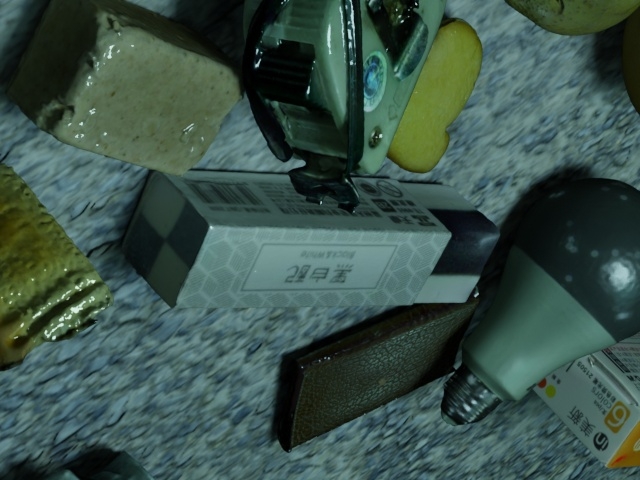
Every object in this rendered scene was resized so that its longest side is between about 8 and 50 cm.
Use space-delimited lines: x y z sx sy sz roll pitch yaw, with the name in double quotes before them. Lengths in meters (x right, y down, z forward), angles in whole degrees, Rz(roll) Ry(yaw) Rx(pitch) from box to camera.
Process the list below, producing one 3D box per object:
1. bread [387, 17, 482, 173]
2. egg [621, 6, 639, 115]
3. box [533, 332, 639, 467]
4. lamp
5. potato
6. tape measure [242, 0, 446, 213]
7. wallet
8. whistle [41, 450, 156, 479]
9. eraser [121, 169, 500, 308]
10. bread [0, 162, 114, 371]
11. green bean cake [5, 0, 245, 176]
"bread" 0.079 -0.153 1.785 0.149 0.065 0.188 -56 143 -5
"egg" 0.445 -0.226 1.929 0.322 0.250 0.250 -42 150 26
"box" 0.357 0.159 2.246 0.274 0.221 0.091 7 123 -47
"lamp" 0.257 0.073 2.102 0.182 0.182 0.314 15 118 -52
"potato" 0.256 -0.281 1.784 0.194 0.157 0.157 -42 147 -30
"tape measure" 0.019 -0.172 1.579 0.235 0.115 0.207 -67 153 -18
"wallet" 0.060 0.131 2.063 0.243 0.039 0.132 -23 143 -32
"whistle" -0.185 0.351 1.918 0.168 0.188 0.404 -41 160 -12
"eraser" 0.000 0.000 1.815 0.404 0.098 0.096 2 124 -47
"bread" -0.257 0.053 1.571 0.140 0.169 0.160 -31 157 -24
"green bean cake" -0.152 -0.125 1.540 0.179 0.085 0.109 17 112 -54
